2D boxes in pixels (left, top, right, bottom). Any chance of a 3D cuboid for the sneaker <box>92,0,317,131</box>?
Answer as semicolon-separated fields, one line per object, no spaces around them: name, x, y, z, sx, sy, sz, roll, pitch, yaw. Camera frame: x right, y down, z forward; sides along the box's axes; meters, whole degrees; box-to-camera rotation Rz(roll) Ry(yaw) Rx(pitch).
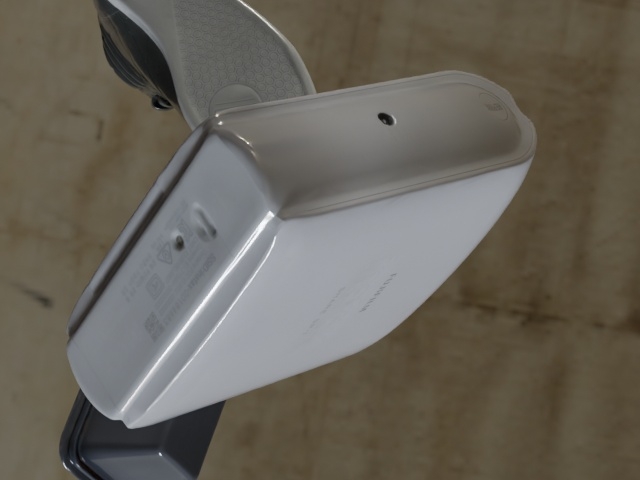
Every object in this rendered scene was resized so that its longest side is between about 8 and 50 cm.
sneaker;-0.090;-0.133;1.366;0.295;0.105;0.147;51;-13;18

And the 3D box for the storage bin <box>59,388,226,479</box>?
storage bin;-0.126;0.136;1.295;0.098;0.091;0.135;51;48;-41

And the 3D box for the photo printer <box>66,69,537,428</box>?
photo printer;0.000;0.000;1.154;0.107;0.308;0.256;54;-50;19
